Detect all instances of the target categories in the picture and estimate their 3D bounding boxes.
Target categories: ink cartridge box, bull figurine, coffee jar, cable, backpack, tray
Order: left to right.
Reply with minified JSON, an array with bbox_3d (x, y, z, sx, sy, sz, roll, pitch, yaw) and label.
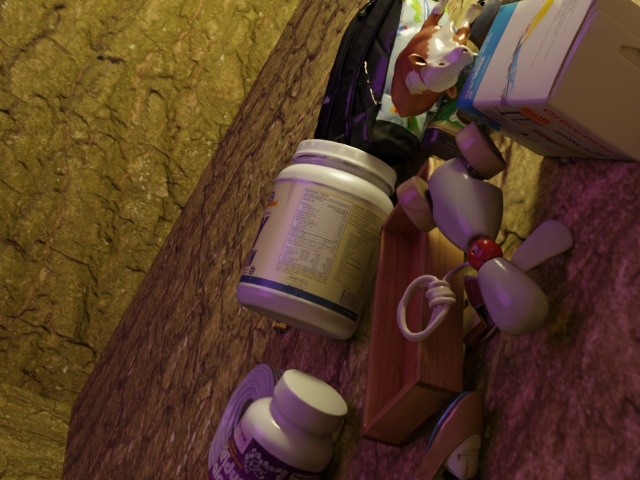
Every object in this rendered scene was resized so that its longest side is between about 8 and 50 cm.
[{"bbox_3d":[-0.129,0.370,1.642,0.257,0.089,0.257,-47,27,38],"label":"cable"},{"bbox_3d":[0.136,-0.324,1.652,0.290,0.274,0.355,172,102,-66],"label":"backpack"},{"bbox_3d":[0.150,0.089,1.289,0.202,0.076,0.410,121,164,-50],"label":"tray"},{"bbox_3d":[0.183,-0.295,1.334,0.188,0.101,0.310,-62,5,-9],"label":"bull figurine"},{"bbox_3d":[0.248,-0.224,1.434,0.184,0.096,0.079,-65,11,-5],"label":"coffee jar"},{"bbox_3d":[0.334,-0.218,1.117,0.168,0.171,0.233,-65,20,-1],"label":"ink cartridge box"}]

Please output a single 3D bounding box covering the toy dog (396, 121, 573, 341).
[{"bbox_3d":[0.232,0.003,1.151,0.220,0.161,0.333,-22,53,36],"label":"toy dog"}]

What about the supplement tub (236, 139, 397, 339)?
[{"bbox_3d":[0.000,0.000,1.548,0.235,0.236,0.324,-6,62,66],"label":"supplement tub"}]

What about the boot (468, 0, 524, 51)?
[{"bbox_3d":[0.331,-0.418,1.449,0.219,0.106,0.082,-66,21,-6],"label":"boot"}]

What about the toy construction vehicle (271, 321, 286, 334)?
[{"bbox_3d":[-0.075,0.153,1.845,0.098,0.035,0.085,-38,33,49],"label":"toy construction vehicle"}]

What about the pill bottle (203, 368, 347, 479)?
[{"bbox_3d":[-0.083,0.376,1.415,0.301,0.169,0.169,-59,21,12],"label":"pill bottle"}]

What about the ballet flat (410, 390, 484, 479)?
[{"bbox_3d":[0.163,0.306,1.080,0.073,0.080,0.232,40,107,40],"label":"ballet flat"}]

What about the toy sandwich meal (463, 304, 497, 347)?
[{"bbox_3d":[0.226,0.110,1.190,0.085,0.029,0.085,-49,25,33],"label":"toy sandwich meal"}]
